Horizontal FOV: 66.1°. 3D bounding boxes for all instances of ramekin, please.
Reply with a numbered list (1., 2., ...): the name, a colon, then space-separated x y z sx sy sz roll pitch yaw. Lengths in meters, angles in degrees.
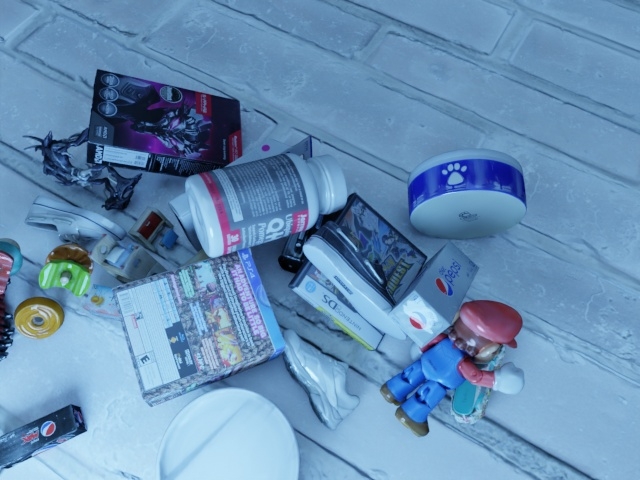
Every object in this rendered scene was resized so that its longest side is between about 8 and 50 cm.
1. ramekin: -0.172 0.435 0.964 0.272 0.127 0.273 0 65 -1

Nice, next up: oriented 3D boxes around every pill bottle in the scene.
1. pill bottle: -0.111 -0.089 1.058 0.318 0.176 0.176 -18 65 -21

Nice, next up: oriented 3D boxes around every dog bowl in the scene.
1. dog bowl: 0.339 -0.100 1.154 0.264 0.265 0.104 2 67 0

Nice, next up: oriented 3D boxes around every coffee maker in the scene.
1. coffee maker: 0.000 0.000 1.198 0.171 0.120 0.178 26 65 -17

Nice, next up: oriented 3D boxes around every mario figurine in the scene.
1. mario figurine: 0.291 0.260 1.017 0.320 0.170 0.198 -44 75 8

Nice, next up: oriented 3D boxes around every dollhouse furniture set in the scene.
1. dollhouse furniture set: -0.409 0.008 1.146 0.129 0.129 0.184 15 63 30

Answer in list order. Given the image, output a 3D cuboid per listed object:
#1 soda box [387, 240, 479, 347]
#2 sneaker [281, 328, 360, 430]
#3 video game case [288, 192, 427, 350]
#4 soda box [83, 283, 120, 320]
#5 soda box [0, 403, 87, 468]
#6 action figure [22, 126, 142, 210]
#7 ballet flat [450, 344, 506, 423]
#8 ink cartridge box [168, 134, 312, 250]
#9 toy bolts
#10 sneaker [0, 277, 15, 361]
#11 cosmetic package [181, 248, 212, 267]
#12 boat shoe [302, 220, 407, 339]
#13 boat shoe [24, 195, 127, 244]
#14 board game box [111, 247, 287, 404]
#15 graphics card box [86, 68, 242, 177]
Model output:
1. soda box: 0.251 0.105 1.062 0.098 0.091 0.286 44 34 6
2. sneaker: 0.000 0.284 1.071 0.115 0.090 0.232 -29 77 -21
3. video game case: 0.096 0.070 1.134 0.248 0.035 0.275 40 67 -14
4. soda box: -0.442 0.155 1.134 0.183 0.058 0.063 12 64 4
5. soda box: -0.580 0.404 1.014 0.168 0.053 0.060 -24 67 -11
6. action figure: -0.595 -0.193 1.243 0.275 0.164 0.141 33 42 -5
7. ballet flat: 0.347 0.286 1.073 0.091 0.077 0.241 12 63 42
8. ink cartridge box: -0.180 -0.129 1.210 0.371 0.176 0.069 -33 68 -16
9. toy bolts: -0.663 0.085 1.126 0.228 0.158 0.218 24 102 -27
10. sneaker: -0.777 0.166 1.104 0.135 0.098 0.276 -18 64 -10
11. cosmetic package: -0.273 0.049 1.188 0.041 0.060 0.115 41 72 17
12. boat shoe: 0.098 0.084 1.059 0.301 0.108 0.102 45 67 -4
13. boat shoe: -0.605 -0.033 1.205 0.267 0.096 0.088 18 69 9
14. board game box: -0.253 0.180 1.038 0.291 0.141 0.232 -17 72 -20
15. graphics card box: -0.385 -0.283 1.253 0.370 0.094 0.233 6 61 -24
